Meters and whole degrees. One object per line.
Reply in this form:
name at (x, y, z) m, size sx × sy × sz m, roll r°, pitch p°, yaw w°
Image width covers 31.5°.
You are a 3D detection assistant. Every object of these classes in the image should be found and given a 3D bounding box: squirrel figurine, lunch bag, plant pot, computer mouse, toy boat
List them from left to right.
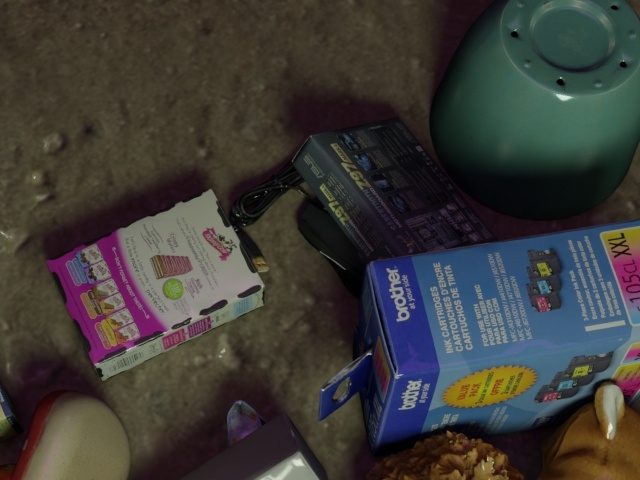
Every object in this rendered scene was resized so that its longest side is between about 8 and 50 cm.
toy boat at (-0.324, 0.285, 1.313) m, size 0.151 × 0.151 × 0.231 m, roll 3°, pitch 62°, yaw 31°
lunch bag at (-0.087, 0.238, 1.366) m, size 0.053 × 0.071 × 0.083 m, roll -11°, pitch 66°, yaw -7°
computer mouse at (0.000, 0.000, 1.484) m, size 0.184 × 0.060 × 0.262 m, roll -32°, pitch 71°, yaw -17°
squirrel figurine at (0.237, 0.327, 1.243) m, size 0.397 × 0.281 × 0.370 m, roll 19°, pitch 60°, yaw 3°
plant pot at (0.306, -0.208, 1.499) m, size 0.293 × 0.235 × 0.293 m, roll 1°, pitch 65°, yaw -3°

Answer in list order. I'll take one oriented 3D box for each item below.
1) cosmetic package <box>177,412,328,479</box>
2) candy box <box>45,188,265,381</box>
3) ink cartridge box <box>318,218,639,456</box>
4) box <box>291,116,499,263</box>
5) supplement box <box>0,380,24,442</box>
cosmetic package at (-0.104, 0.309, 1.262) m, size 0.238 × 0.127 × 0.107 m, roll -30°, pitch 106°, yaw 0°
candy box at (-0.207, 0.055, 1.443) m, size 0.233 × 0.071 × 0.159 m, roll -24°, pitch 69°, yaw -13°
ink cartridge box at (0.186, 0.125, 1.323) m, size 0.395 × 0.270 × 0.151 m, roll -7°, pitch 61°, yaw -6°
box at (0.098, -0.049, 1.468) m, size 0.183 × 0.059 × 0.233 m, roll -17°, pitch 63°, yaw -46°
supplement box at (-0.409, 0.212, 1.354) m, size 0.083 × 0.083 × 0.056 m, roll -23°, pitch 70°, yaw -14°
